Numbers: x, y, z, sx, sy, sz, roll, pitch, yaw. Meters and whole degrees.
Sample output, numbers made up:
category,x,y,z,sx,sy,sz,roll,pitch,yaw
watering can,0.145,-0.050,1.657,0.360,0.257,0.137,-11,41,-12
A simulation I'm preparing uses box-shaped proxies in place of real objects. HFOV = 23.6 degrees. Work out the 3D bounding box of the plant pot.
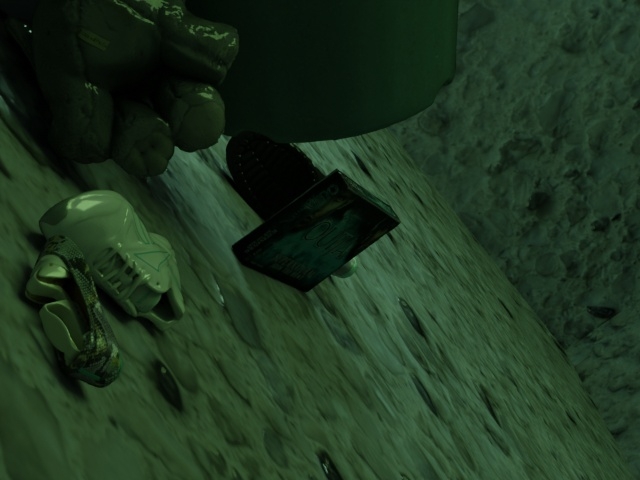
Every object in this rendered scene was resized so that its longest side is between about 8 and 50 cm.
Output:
category,x,y,z,sx,sy,sz,roll,pitch,yaw
plant pot,-0.021,-0.283,1.298,0.341,0.341,0.334,-111,-167,-59

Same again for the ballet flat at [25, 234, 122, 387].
category,x,y,z,sx,sy,sz,roll,pitch,yaw
ballet flat,-0.149,0.036,0.889,0.041,0.041,0.114,42,14,-52

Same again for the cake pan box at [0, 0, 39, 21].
category,x,y,z,sx,sy,sz,roll,pitch,yaw
cake pan box,-0.257,-0.261,1.352,0.267,0.070,0.245,41,17,-54

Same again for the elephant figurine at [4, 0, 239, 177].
category,x,y,z,sx,sy,sz,roll,pitch,yaw
elephant figurine,-0.166,-0.145,1.211,0.169,0.186,0.239,4,16,-16

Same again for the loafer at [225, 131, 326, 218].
category,x,y,z,sx,sy,sz,roll,pitch,yaw
loafer,-0.034,-0.056,1.688,0.220,0.080,0.078,44,2,-37

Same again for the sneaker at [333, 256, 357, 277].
category,x,y,z,sx,sy,sz,roll,pitch,yaw
sneaker,0.000,0.000,1.770,0.069,0.038,0.098,41,6,-48

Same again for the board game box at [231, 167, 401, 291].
category,x,y,z,sx,sy,sz,roll,pitch,yaw
board game box,0.000,-0.007,1.505,0.026,0.126,0.186,57,10,18

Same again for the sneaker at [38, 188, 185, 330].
category,x,y,z,sx,sy,sz,roll,pitch,yaw
sneaker,-0.130,0.013,1.015,0.061,0.054,0.152,62,12,29
